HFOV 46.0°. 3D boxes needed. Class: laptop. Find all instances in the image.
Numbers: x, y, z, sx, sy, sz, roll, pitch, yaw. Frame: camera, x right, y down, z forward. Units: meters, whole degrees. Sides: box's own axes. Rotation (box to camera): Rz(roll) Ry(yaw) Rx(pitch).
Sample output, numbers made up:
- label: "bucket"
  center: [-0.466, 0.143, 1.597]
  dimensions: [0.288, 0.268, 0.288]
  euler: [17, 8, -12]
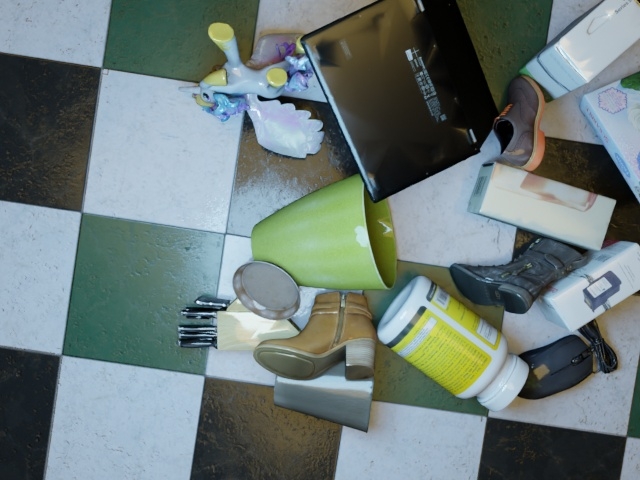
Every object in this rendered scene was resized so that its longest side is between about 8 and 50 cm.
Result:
- label: "laptop"
  center: [0.200, -0.354, 1.680]
  dimensions: [0.408, 0.236, 0.382]
  euler: [-26, 105, -3]

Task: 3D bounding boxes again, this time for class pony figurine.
- label: "pony figurine"
  center: [-0.126, -0.361, 1.699]
  dimensions: [0.351, 0.363, 0.302]
  euler: [2, 84, -17]

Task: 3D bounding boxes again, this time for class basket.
- label: "basket"
  center: [0.009, 0.342, 1.791]
  dimensions: [0.227, 0.154, 0.204]
  euler: [5, 83, 2]

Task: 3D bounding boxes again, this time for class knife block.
- label: "knife block"
  center: [-0.200, 0.228, 1.810]
  dimensions: [0.242, 0.088, 0.275]
  euler: [-45, 93, 1]

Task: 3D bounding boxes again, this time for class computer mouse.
- label: "computer mouse"
  center: [0.582, 0.296, 1.837]
  dimensions: [0.272, 0.072, 0.188]
  euler: [-29, 93, 0]

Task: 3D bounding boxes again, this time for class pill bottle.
- label: "pill bottle"
  center: [0.312, 0.248, 1.772]
  dimensions: [0.334, 0.188, 0.188]
  euler: [37, 91, -2]

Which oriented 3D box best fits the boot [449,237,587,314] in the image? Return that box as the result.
- label: "boot"
  center: [0.469, 0.067, 1.803]
  dimensions: [0.229, 0.263, 0.091]
  euler: [-37, 129, -27]

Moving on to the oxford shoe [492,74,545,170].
- label: "oxford shoe"
  center: [0.455, -0.289, 1.750]
  dimensions: [0.098, 0.097, 0.271]
  euler: [15, 53, -14]

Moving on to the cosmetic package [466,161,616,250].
- label: "cosmetic package"
  center: [0.516, -0.082, 1.785]
  dimensions: [0.296, 0.153, 0.129]
  euler: [18, 92, -3]

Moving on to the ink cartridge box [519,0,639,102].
- label: "ink cartridge box"
  center: [0.594, -0.436, 1.714]
  dimensions: [0.198, 0.273, 0.115]
  euler: [-41, 92, 1]

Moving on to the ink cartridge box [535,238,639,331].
- label: "ink cartridge box"
  center: [0.635, 0.102, 1.782]
  dimensions: [0.237, 0.172, 0.100]
  euler: [-32, 94, 0]

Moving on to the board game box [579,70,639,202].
- label: "board game box"
  center: [0.833, -0.266, 1.771]
  dimensions: [0.318, 0.066, 0.318]
  euler: [-24, 68, -1]

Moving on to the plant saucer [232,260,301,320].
- label: "plant saucer"
  center: [-0.118, 0.109, 1.712]
  dimensions: [0.168, 0.029, 0.168]
  euler: [12, 127, 16]

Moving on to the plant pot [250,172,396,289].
- label: "plant pot"
  center: [0.000, 0.000, 1.742]
  dimensions: [0.294, 0.275, 0.274]
  euler: [-10, 92, 17]

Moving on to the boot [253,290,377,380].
- label: "boot"
  center: [-0.010, 0.203, 1.736]
  dimensions: [0.283, 0.220, 0.109]
  euler: [2, 136, -3]
